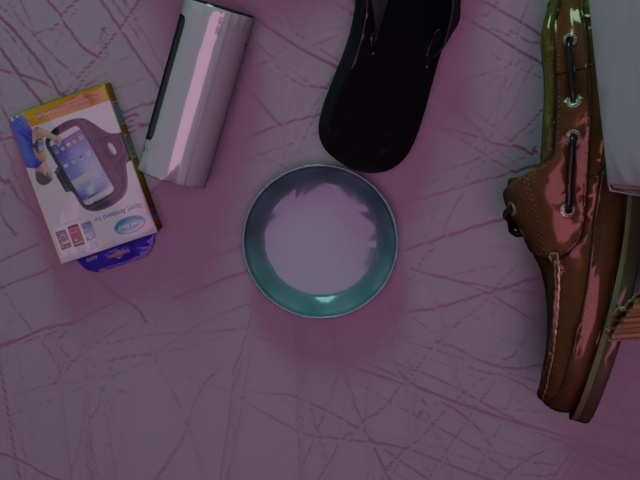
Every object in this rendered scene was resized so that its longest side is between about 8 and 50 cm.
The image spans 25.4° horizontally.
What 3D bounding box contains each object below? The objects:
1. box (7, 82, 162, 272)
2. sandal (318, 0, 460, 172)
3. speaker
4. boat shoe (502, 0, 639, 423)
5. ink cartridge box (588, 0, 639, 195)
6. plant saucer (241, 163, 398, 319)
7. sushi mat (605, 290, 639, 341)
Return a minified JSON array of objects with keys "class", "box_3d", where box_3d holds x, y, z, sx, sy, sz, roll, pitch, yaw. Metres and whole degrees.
[{"class":"box","box_3d":[-0.177,-0.044,1.088,0.081,0.028,0.136,-19,95,5]},{"class":"sandal","box_3d":[0.066,-0.171,1.030,0.097,0.054,0.254,5,104,-21]},{"class":"speaker","box_3d":[-0.093,-0.109,1.060,0.055,0.055,0.136,17,100,0]},{"class":"boat shoe","box_3d":[0.183,-0.025,1.039,0.105,0.111,0.307,11,88,3]},{"class":"ink cartridge box","box_3d":[0.326,-0.151,0.949,0.283,0.117,0.207,-11,99,-21]},{"class":"plant saucer","box_3d":[0.000,0.000,1.088,0.119,0.021,0.119,0,98,2]},{"class":"sushi mat","box_3d":[0.357,0.020,0.970,0.317,0.151,0.019,-1,58,-21]}]
